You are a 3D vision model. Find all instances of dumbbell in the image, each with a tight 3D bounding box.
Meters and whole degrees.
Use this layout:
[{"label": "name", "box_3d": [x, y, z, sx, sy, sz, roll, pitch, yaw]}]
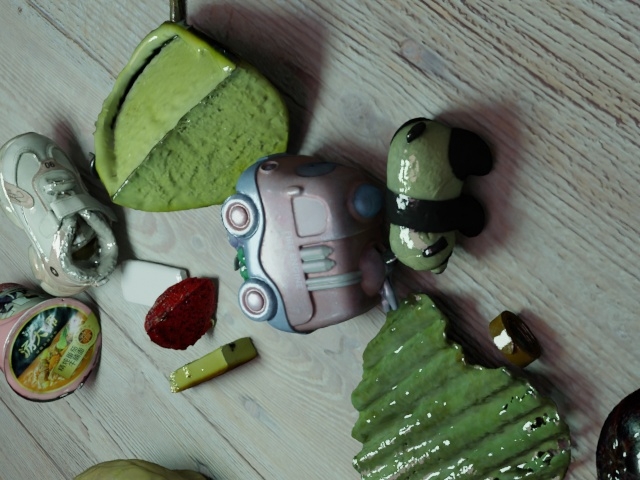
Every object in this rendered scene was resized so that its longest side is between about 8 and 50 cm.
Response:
[{"label": "dumbbell", "box_3d": [-0.414, -0.140, 1.824, 0.147, 0.069, 0.069, 33, 121, 28]}]

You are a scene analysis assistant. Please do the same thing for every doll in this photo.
[{"label": "doll", "box_3d": [0.156, -0.067, 1.333, 0.143, 0.135, 0.234, 19, 117, 37]}]

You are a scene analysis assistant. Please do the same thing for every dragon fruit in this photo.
[{"label": "dragon fruit", "box_3d": [-0.268, 0.145, 1.753, 0.083, 0.162, 0.106, 20, 147, 45]}]

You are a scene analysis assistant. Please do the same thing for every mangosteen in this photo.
[{"label": "mangosteen", "box_3d": [0.459, 0.278, 1.137, 0.216, 0.216, 0.216, 12, 109, 37]}]

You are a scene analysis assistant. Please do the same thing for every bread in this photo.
[{"label": "bread", "box_3d": [-0.222, 0.245, 1.757, 0.226, 0.088, 0.049, -29, 84, 39]}]

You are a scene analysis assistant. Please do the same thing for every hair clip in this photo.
[{"label": "hair clip", "box_3d": [-0.116, 0.001, 1.639, 0.124, 0.052, 0.195, 28, 127, 42]}]

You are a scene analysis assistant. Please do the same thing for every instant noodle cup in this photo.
[{"label": "instant noodle cup", "box_3d": [-0.645, 0.203, 2.026, 0.255, 0.244, 0.244, 21, 114, 44]}]

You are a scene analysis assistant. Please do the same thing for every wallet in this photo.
[{"label": "wallet", "box_3d": [-0.335, 0.091, 1.845, 0.190, 0.033, 0.095, 6, 104, 38]}]

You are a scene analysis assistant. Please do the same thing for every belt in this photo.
[{"label": "belt", "box_3d": [0.279, 0.145, 1.330, 0.083, 0.059, 0.036, 54, 128, 14]}]

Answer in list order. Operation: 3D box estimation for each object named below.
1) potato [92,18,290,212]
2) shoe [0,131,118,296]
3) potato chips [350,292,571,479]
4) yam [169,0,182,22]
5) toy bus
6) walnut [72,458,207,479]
[{"label": "potato", "box_3d": [-0.217, -0.213, 1.582, 0.330, 0.213, 0.280, -44, 46, 16]}, {"label": "shoe", "box_3d": [-0.516, -0.058, 1.860, 0.198, 0.172, 0.351, -5, 111, 50]}, {"label": "potato chips", "box_3d": [0.186, 0.302, 1.427, 0.373, 0.097, 0.389, 37, 121, 28]}, {"label": "yam", "box_3d": [-0.258, -0.394, 1.657, 0.033, 0.027, 0.129, 11, 109, 39]}, {"label": "toy bus", "box_3d": [0.000, 0.000, 1.449, 0.232, 0.197, 0.294, -6, 97, 31]}, {"label": "walnut", "box_3d": [-0.356, 0.597, 1.808, 0.381, 0.381, 0.381, 12, 109, 37]}]
